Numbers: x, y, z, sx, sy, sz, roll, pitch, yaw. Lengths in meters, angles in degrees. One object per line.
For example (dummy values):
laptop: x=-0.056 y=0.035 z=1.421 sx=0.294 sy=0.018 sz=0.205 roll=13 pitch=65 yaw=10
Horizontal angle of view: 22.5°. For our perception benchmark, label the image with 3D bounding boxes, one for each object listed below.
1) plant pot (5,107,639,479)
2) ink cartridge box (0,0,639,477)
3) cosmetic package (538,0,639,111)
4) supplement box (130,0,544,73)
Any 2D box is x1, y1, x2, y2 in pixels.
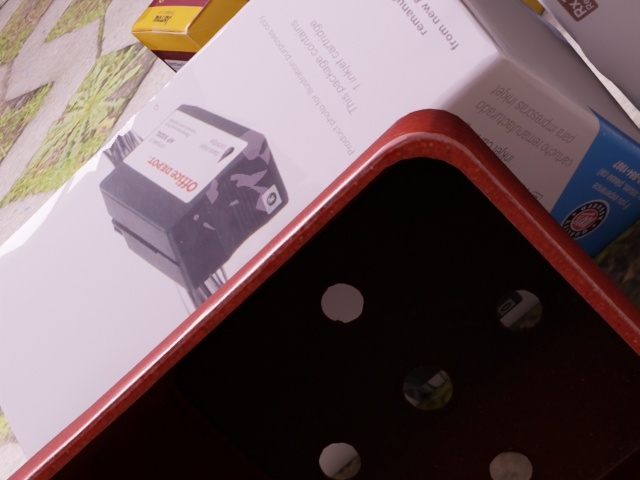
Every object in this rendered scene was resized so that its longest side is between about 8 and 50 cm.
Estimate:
plant pot: x=0.040 y=0.104 z=0.622 sx=0.267 sy=0.267 sz=0.235 roll=-42 pitch=10 yaw=17
ink cartridge box: x=0.000 y=0.000 z=0.840 sx=0.307 sy=0.223 sz=0.129 roll=-42 pitch=60 yaw=17
cosmetic package: x=0.183 y=-0.182 z=0.960 sx=0.085 sy=0.117 sz=0.231 roll=-37 pitch=27 yaw=23
supplement box: x=0.011 y=-0.157 z=1.134 sx=0.191 sy=0.194 sz=0.129 roll=-53 pitch=23 yaw=-8
